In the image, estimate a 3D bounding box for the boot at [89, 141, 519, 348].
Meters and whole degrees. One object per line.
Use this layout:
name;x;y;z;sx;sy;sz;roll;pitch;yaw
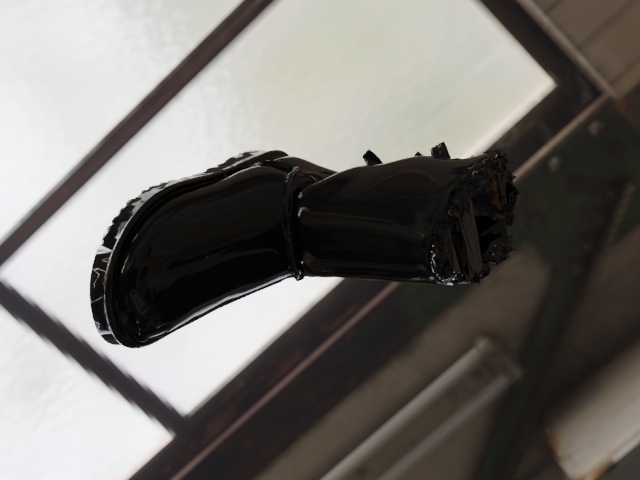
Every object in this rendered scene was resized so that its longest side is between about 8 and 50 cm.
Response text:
boot;0.000;0.001;0.479;0.121;0.099;0.045;-37;-54;-53
